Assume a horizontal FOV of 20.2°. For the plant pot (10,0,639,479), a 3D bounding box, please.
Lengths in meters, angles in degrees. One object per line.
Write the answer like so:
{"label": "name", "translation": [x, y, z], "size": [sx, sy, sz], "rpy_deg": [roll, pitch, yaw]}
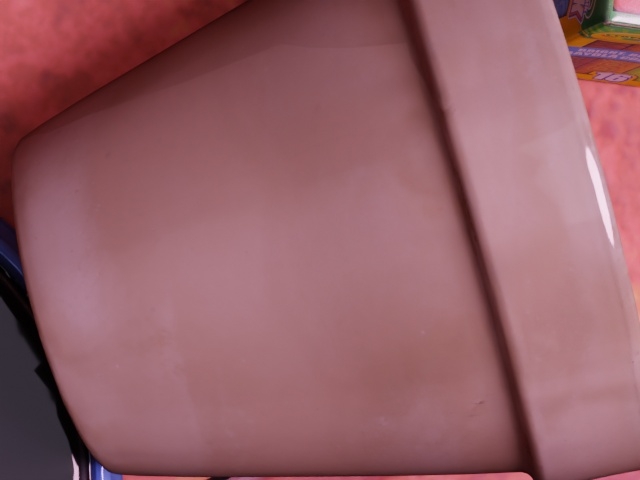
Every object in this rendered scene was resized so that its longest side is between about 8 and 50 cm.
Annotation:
{"label": "plant pot", "translation": [0.000, 0.000, 0.953], "size": [0.280, 0.323, 0.323], "rpy_deg": [-16, 91, 4]}

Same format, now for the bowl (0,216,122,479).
{"label": "bowl", "translation": [-0.300, 0.136, 0.971], "size": [0.391, 0.077, 0.391], "rpy_deg": [1, 87, -12]}

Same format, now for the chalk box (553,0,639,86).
{"label": "chalk box", "translation": [0.206, -0.167, 1.028], "size": [0.132, 0.213, 0.132], "rpy_deg": [7, 86, -12]}
